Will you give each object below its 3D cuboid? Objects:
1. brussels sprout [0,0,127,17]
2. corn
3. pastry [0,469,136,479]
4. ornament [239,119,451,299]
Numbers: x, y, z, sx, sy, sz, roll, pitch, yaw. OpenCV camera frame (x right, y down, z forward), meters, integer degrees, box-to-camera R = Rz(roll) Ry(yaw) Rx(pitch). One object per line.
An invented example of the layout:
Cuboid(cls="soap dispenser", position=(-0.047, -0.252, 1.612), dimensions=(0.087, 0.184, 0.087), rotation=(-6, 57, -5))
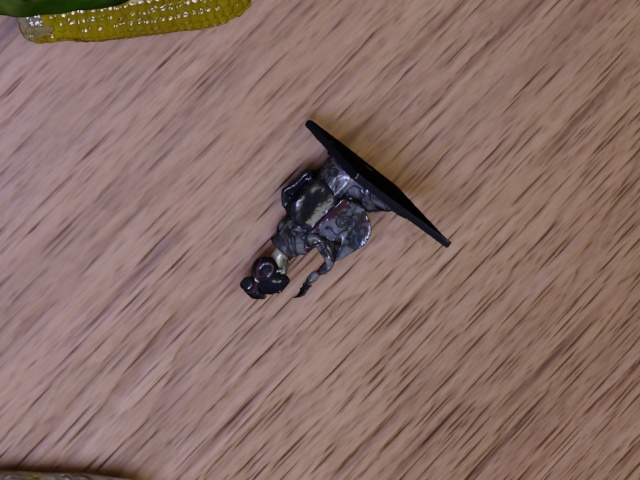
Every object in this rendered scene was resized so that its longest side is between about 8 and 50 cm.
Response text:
Cuboid(cls="brussels sprout", position=(-0.247, -0.355, 1.298), dimensions=(0.371, 0.315, 0.275), rotation=(-20, 114, -27))
Cuboid(cls="corn", position=(-0.184, -0.256, 1.446), dimensions=(0.262, 0.097, 0.097), rotation=(-13, 105, -15))
Cuboid(cls="pastry", position=(-0.306, 0.294, 1.514), dimensions=(0.259, 0.121, 0.089), rotation=(6, 73, -15))
Cuboid(cls="ornament", position=(0.000, 0.000, 1.555), dimensions=(0.153, 0.166, 0.196), rotation=(37, 100, -33))
